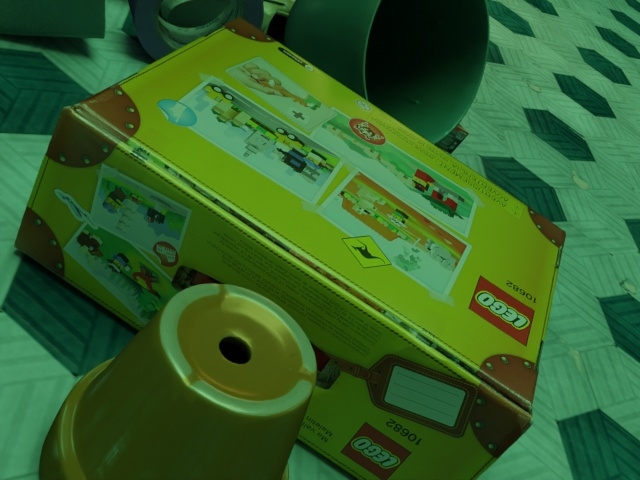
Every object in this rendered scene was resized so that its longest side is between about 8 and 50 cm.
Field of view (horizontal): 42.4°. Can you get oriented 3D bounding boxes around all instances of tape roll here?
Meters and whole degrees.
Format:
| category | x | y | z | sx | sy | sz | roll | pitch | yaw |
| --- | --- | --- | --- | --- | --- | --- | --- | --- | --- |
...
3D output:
| category | x | y | z | sx | sy | sz | roll | pitch | yaw |
| --- | --- | --- | --- | --- | --- | --- | --- | --- | --- |
| tape roll | -0.183 | -0.346 | 1.212 | 0.189 | 0.189 | 0.080 | 9 | 40 | -30 |

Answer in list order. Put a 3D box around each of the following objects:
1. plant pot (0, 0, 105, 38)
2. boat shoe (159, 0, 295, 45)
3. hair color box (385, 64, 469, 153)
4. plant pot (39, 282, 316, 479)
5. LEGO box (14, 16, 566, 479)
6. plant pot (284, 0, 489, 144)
| category | x | y | z | sx | sy | sz | roll | pitch | yaw |
| --- | --- | --- | --- | --- | --- | --- | --- | --- | --- |
| plant pot | -0.435 | -0.419 | 1.073 | 0.252 | 0.247 | 0.247 | -12 | 52 | -24 |
| boat shoe | -0.116 | -0.375 | 1.365 | 0.302 | 0.113 | 0.103 | -9 | 72 | -27 |
| hair color box | 0.174 | -0.230 | 1.444 | 0.093 | 0.053 | 0.167 | 15 | 32 | -52 |
| plant pot | -0.099 | 0.142 | 0.665 | 0.205 | 0.188 | 0.205 | 21 | 35 | -16 |
| LEGO box | 0.000 | 0.000 | 0.917 | 0.500 | 0.193 | 0.372 | 34 | 34 | 2 |
| plant pot | 0.085 | -0.311 | 1.305 | 0.293 | 0.292 | 0.235 | -7 | 22 | -43 |
